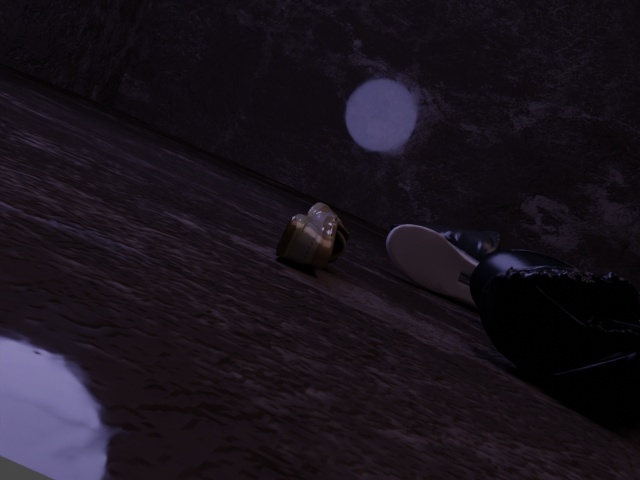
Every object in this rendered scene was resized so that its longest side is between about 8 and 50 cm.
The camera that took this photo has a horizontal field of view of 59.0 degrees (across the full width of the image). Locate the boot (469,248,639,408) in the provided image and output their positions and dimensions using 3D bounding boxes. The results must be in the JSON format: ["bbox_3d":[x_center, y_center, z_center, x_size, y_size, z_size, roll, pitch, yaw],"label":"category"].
[{"bbox_3d":[0.191,0.056,0.481,0.207,0.094,0.246,24,10,-44],"label":"boot"}]

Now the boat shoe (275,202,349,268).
[{"bbox_3d":[0.000,0.000,0.488,0.045,0.050,0.135,28,16,6],"label":"boat shoe"}]

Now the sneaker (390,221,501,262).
[{"bbox_3d":[0.189,0.021,0.918,0.130,0.109,0.286,13,0,-11],"label":"sneaker"}]

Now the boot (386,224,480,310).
[{"bbox_3d":[0.160,0.041,0.724,0.190,0.069,0.086,31,-3,-7],"label":"boot"}]
